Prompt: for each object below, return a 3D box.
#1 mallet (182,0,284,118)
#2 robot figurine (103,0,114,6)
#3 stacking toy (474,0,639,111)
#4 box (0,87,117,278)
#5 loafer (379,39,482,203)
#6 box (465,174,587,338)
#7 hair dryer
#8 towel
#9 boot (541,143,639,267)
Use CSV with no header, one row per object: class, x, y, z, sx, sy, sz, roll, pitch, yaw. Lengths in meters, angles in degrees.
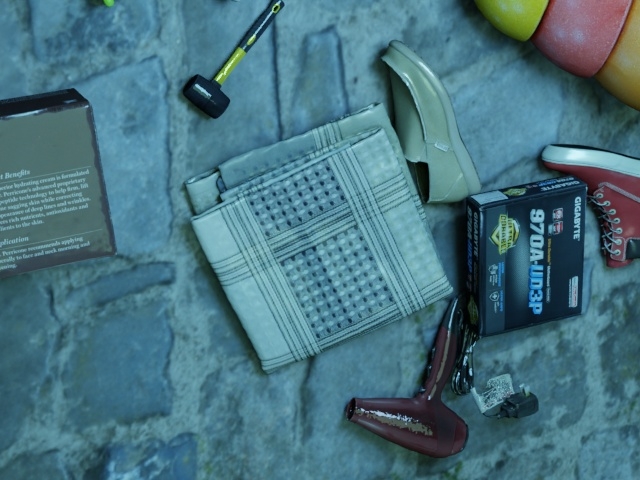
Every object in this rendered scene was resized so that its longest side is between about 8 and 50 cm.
mallet,-0.106,-0.250,1.775,0.189,0.039,0.062,-46,112,-7
robot figurine,-0.283,-0.363,1.671,0.101,0.067,0.115,-23,109,-3
stacking toy,0.327,-0.364,1.781,0.480,0.350,0.350,11,99,-3
box,-0.369,-0.076,1.658,0.169,0.167,0.203,-11,106,-15
loafer,0.145,-0.158,1.838,0.092,0.102,0.268,-30,113,-5
box,0.303,0.024,1.905,0.175,0.051,0.220,-11,117,-17
hair dryer,0.172,0.220,1.969,0.294,0.080,0.223,-25,93,-17
towel,0.000,0.000,1.825,0.312,0.056,0.324,-23,108,2
boot,0.429,-0.050,1.968,0.244,0.088,0.176,12,101,-23
